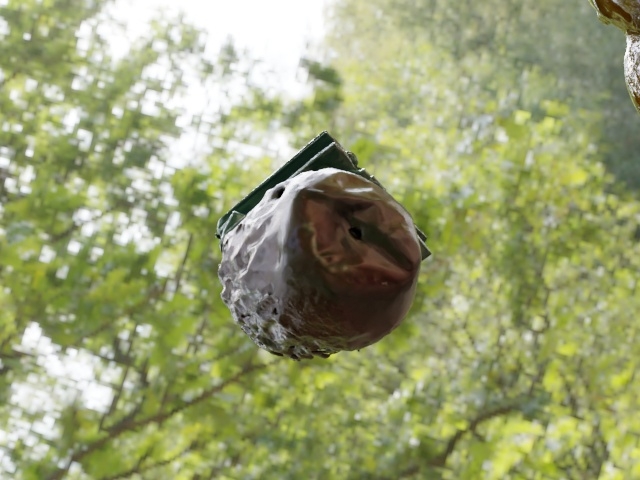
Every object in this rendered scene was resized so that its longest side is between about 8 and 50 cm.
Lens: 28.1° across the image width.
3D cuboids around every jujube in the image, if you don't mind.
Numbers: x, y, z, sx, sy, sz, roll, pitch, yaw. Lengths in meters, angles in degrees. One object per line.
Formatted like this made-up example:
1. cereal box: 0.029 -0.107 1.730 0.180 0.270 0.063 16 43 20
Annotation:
1. jujube: -0.011 0.039 1.800 0.376 0.258 0.258 -19 44 55

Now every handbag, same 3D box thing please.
1. handbag: -0.001 0.003 2.046 0.269 0.274 0.100 49 -165 -23

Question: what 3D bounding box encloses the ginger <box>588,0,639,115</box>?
1. ginger: 0.379 -0.206 1.193 0.152 0.358 0.274 -24 -7 -20
